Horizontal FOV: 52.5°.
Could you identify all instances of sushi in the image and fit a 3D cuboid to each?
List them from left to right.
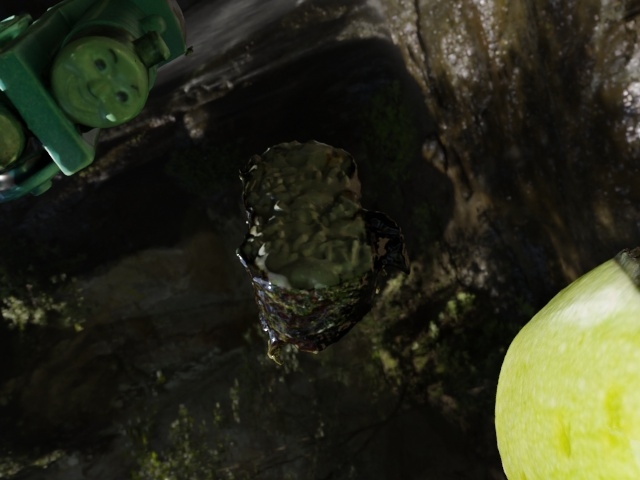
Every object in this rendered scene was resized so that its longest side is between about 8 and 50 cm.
[{"bbox_3d":[0.000,0.000,0.616,0.212,0.147,0.115,-107,2,-48],"label":"sushi"}]

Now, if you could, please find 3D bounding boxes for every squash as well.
[{"bbox_3d":[0.227,0.108,0.365,0.233,0.210,0.309,58,170,17],"label":"squash"}]

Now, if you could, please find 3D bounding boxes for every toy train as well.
[{"bbox_3d":[-0.208,-0.146,0.547,0.120,0.194,0.298,62,-178,-30],"label":"toy train"}]
